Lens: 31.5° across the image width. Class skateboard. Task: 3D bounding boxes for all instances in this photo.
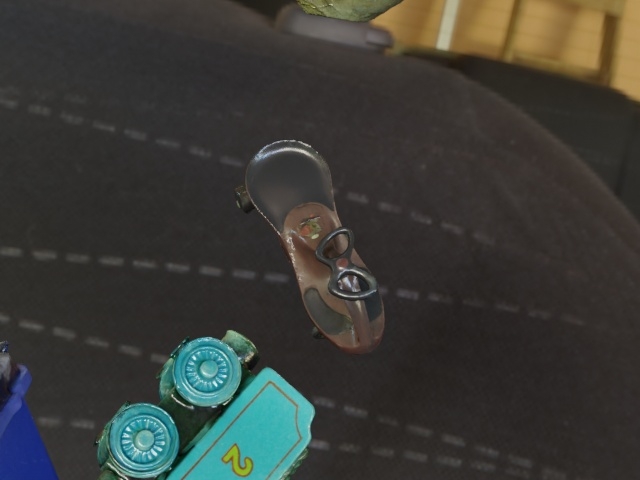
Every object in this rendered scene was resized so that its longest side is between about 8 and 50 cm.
[{"bbox_3d":[0.000,0.000,0.729,0.067,0.151,0.080,-23,-22,-10],"label":"skateboard"}]

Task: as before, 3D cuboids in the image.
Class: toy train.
[{"bbox_3d":[-0.108,0.191,1.052,0.163,0.203,0.112,42,-24,1],"label":"toy train"}]

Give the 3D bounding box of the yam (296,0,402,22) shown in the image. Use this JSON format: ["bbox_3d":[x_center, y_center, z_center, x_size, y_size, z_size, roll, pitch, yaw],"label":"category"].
[{"bbox_3d":[0.049,-0.192,0.760,0.146,0.070,0.069,-26,-14,33],"label":"yam"}]

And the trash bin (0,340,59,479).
[{"bbox_3d":[-0.282,0.218,0.911,0.162,0.235,0.184,-15,25,14],"label":"trash bin"}]
